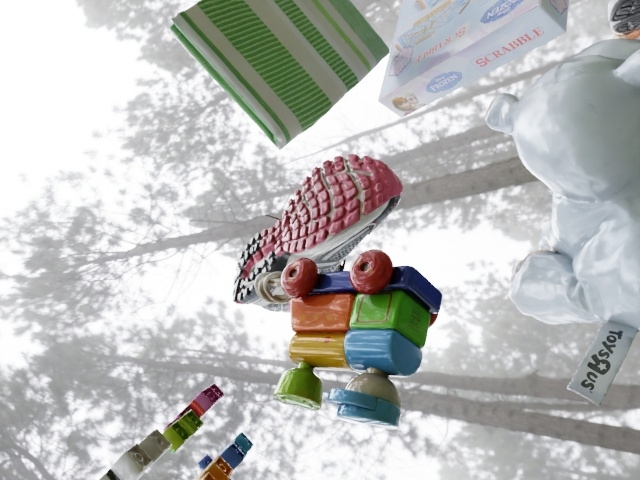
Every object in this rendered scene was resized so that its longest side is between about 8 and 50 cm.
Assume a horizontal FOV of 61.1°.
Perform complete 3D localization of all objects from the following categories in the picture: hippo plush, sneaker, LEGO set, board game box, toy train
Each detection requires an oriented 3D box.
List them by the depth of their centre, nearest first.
[{"bbox_3d":[0.238,-0.043,0.492,0.294,0.234,0.236,-41,-78,-35],"label":"hippo plush"},{"bbox_3d":[-0.132,0.215,0.492,0.087,0.227,0.093,45,-89,6],"label":"LEGO set"},{"bbox_3d":[-0.011,0.101,0.537,0.105,0.248,0.143,40,-125,-38],"label":"toy train"},{"bbox_3d":[0.410,-0.325,0.688,0.262,0.099,0.121,14,-107,-68],"label":"sneaker"},{"bbox_3d":[0.000,0.000,0.702,0.112,0.299,0.120,22,-130,-28],"label":"sneaker"},{"bbox_3d":[0.249,-0.397,0.884,0.066,0.319,0.317,27,-115,-28],"label":"board game box"}]

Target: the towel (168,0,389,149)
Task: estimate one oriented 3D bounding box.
[{"bbox_3d":[-0.047,-0.317,0.855,0.248,0.038,0.325,47,-126,-11],"label":"towel"}]
